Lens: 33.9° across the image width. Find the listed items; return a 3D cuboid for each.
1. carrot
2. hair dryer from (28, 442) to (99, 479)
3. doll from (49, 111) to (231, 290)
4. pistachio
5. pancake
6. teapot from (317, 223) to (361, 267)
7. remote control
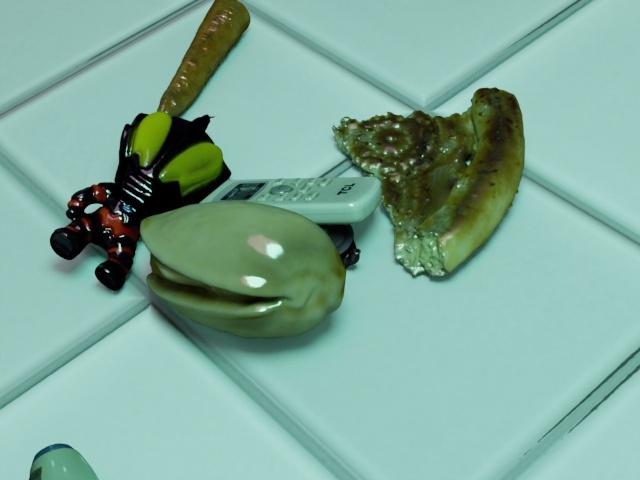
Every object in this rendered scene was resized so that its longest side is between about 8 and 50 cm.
[{"bbox_3d":[-0.153,-0.219,1.319,0.057,0.057,0.224,11,52,18],"label":"carrot"},{"bbox_3d":[-0.239,0.253,0.832,0.199,0.067,0.167,-11,53,-50],"label":"hair dryer"},{"bbox_3d":[-0.184,-0.059,1.146,0.088,0.127,0.248,-12,31,47],"label":"doll"},{"bbox_3d":[-0.076,0.025,1.020,0.215,0.144,0.144,15,50,28],"label":"pistachio"},{"bbox_3d":[0.105,-0.089,1.151,0.244,0.057,0.266,22,54,27],"label":"pancake"},{"bbox_3d":[0.000,0.000,1.090,0.100,0.045,0.068,24,53,26],"label":"teapot"},{"bbox_3d":[-0.031,-0.042,1.108,0.190,0.029,0.087,1,23,22],"label":"remote control"}]
